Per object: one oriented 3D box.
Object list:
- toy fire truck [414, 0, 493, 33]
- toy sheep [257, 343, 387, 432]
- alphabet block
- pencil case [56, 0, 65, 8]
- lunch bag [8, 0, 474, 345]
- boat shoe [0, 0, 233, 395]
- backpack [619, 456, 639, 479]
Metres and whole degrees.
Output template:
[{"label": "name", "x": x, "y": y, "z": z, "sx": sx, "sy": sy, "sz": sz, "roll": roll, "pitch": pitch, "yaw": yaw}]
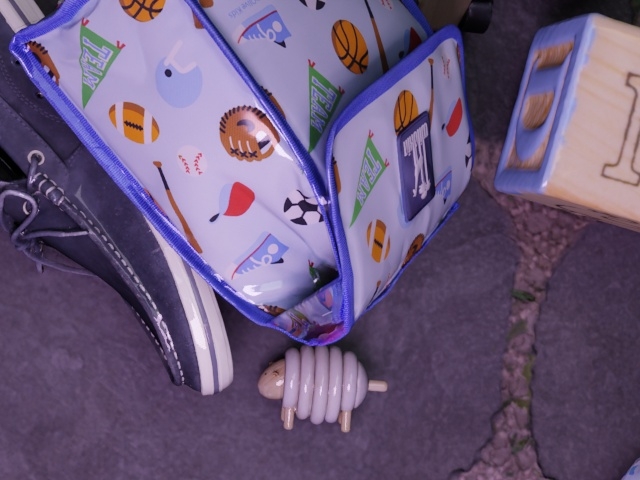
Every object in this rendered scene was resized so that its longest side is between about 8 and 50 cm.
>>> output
[{"label": "toy fire truck", "x": 0.160, "y": -0.377, "z": 1.580, "sx": 0.158, "sy": 0.217, "sz": 0.246, "roll": 4, "pitch": 60, "yaw": -13}, {"label": "toy sheep", "x": 0.002, "y": 0.147, "z": 1.457, "sx": 0.132, "sy": 0.091, "sz": 0.091, "roll": 3, "pitch": 75, "yaw": -8}, {"label": "alphabet block", "x": 0.321, "y": -0.117, "z": 1.534, "sx": 0.197, "sy": 0.192, "sz": 0.193, "roll": 16, "pitch": 92, "yaw": -9}, {"label": "pencil case", "x": -0.194, "y": -0.297, "z": 1.518, "sx": 0.104, "sy": 0.104, "sz": 0.236, "roll": 29, "pitch": 69, "yaw": -6}, {"label": "lunch bag", "x": -0.028, "y": -0.131, "z": 1.338, "sx": 0.385, "sy": 0.239, "sz": 0.328, "roll": 54, "pitch": 38, "yaw": -7}, {"label": "boat shoe", "x": -0.252, "y": -0.047, "z": 1.397, "sx": 0.156, "sy": 0.187, "sz": 0.500, "roll": -33, "pitch": 81, "yaw": -14}, {"label": "backpack", "x": 0.421, "y": 0.370, "z": 1.437, "sx": 0.290, "sy": 0.273, "sz": 0.355, "roll": -24, "pitch": 104, "yaw": -17}]
